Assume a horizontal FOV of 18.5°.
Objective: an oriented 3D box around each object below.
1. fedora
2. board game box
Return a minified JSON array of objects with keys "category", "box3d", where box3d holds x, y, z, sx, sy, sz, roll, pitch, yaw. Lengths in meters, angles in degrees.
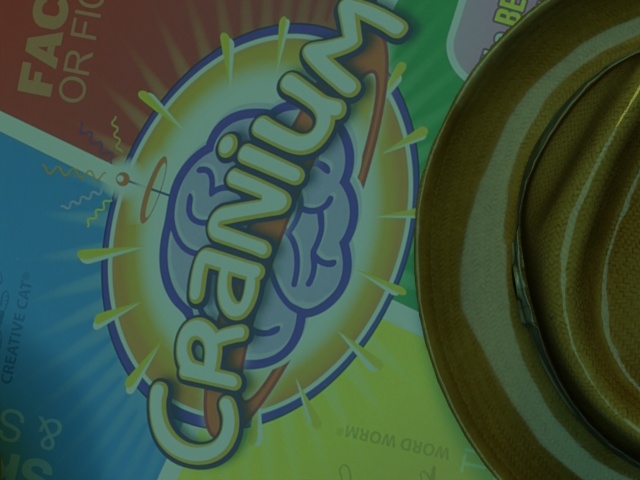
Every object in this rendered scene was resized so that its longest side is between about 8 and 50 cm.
[{"category":"fedora","box3d":[0.112,0.006,0.572,0.194,0.079,0.194,-1,87,11]},{"category":"board game box","box3d":[0.000,0.000,0.668,0.316,0.064,0.242,11,90,11]}]
